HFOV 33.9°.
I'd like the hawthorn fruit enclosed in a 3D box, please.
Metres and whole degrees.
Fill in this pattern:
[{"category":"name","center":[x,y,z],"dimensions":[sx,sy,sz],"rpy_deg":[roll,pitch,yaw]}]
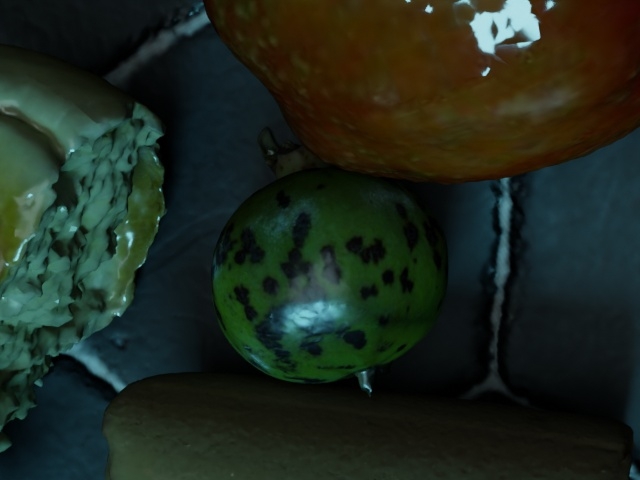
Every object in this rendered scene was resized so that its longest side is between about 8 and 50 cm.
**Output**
[{"category":"hawthorn fruit","center":[0.077,-0.125,0.429],"dimensions":[0.253,0.205,0.205],"rpy_deg":[-6,97,39]}]

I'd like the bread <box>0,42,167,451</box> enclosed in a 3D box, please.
[{"category":"bread","center":[-0.216,0.037,0.546],"dimensions":[0.192,0.171,0.314],"rpy_deg":[25,102,11]}]

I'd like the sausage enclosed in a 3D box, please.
[{"category":"sausage","center":[0.022,0.133,0.532],"dimensions":[0.253,0.123,0.123],"rpy_deg":[7,99,13]}]

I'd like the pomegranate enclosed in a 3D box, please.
[{"category":"pomegranate","center":[0.000,0.000,0.530],"dimensions":[0.122,0.122,0.161],"rpy_deg":[-22,63,15]}]
